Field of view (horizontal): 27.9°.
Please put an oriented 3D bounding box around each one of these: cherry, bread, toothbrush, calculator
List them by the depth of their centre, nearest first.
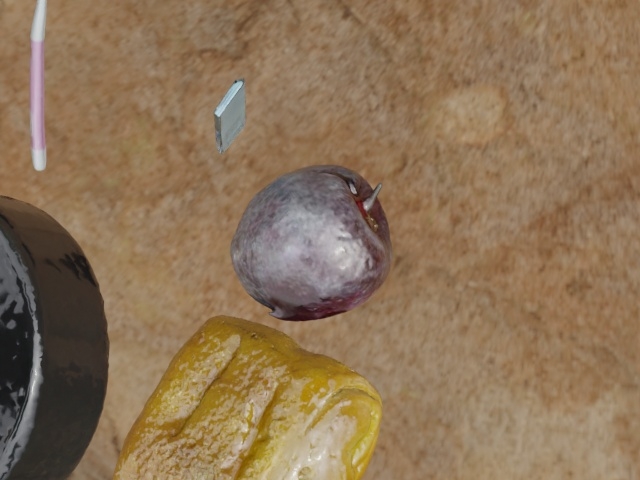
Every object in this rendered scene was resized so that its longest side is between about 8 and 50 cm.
[{"bbox_3d":[-0.288,-0.186,1.301,0.025,0.020,0.286,-3,131,-15],"label":"toothbrush"},{"bbox_3d":[-0.010,0.002,1.495,0.195,0.195,0.195,4,111,11],"label":"cherry"},{"bbox_3d":[-0.105,-0.145,1.505,0.018,0.172,0.057,32,80,2],"label":"calculator"},{"bbox_3d":[-0.114,0.276,1.743,0.337,0.328,0.148,23,160,38],"label":"bread"}]

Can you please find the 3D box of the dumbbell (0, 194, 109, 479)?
[{"bbox_3d":[-0.278,0.054,0.649,0.204,0.322,0.203,-5,81,29],"label":"dumbbell"}]
